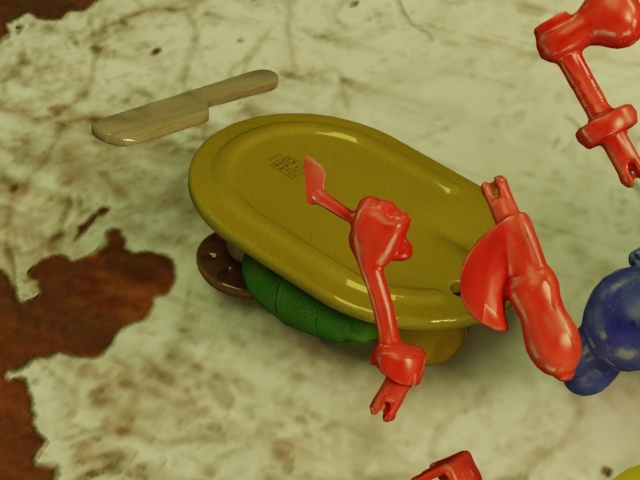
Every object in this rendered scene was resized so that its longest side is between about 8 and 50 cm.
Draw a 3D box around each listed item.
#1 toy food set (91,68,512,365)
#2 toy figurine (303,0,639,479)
[{"bbox_3d":[0.000,0.000,0.706,0.218,0.071,0.128,33,43,28],"label":"toy food set"},{"bbox_3d":[0.196,-0.026,0.582,0.362,0.217,0.191,-31,82,13],"label":"toy figurine"}]
